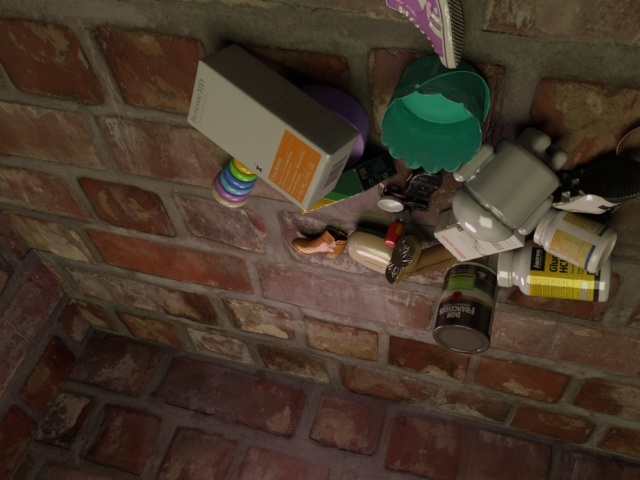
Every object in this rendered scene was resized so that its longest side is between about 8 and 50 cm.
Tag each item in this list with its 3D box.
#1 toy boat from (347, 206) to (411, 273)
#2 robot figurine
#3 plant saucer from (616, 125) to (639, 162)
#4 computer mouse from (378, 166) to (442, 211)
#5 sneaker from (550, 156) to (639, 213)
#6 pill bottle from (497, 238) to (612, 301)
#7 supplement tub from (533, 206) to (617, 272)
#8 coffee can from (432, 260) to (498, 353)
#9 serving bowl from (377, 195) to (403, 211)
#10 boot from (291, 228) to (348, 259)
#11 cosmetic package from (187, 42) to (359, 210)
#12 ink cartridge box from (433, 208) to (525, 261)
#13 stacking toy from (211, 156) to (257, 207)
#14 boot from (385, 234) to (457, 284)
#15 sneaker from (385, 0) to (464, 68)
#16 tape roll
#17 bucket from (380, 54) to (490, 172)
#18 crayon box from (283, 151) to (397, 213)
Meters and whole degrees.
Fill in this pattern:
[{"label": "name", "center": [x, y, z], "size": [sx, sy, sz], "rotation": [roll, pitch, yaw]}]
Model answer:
[{"label": "toy boat", "center": [0.242, 0.004, 2.241], "size": [0.268, 0.148, 0.318], "rotation": [25, 154, 1]}, {"label": "robot figurine", "center": [0.504, -0.138, 1.730], "size": [0.300, 0.199, 0.353], "rotation": [37, 103, -17]}, {"label": "plant saucer", "center": [0.875, -0.243, 1.634], "size": [0.199, 0.036, 0.198], "rotation": [14, 147, 9]}, {"label": "computer mouse", "center": [0.282, -0.183, 2.008], "size": [0.184, 0.060, 0.262], "rotation": [13, 158, 3]}, {"label": "sneaker", "center": [0.785, -0.140, 1.747], "size": [0.146, 0.122, 0.331], "rotation": [21, 168, -26]}, {"label": "pill bottle", "center": [0.752, 0.092, 2.041], "size": [0.334, 0.187, 0.187], "rotation": [3, 143, 22]}, {"label": "supplement tub", "center": [0.760, -0.006, 1.891], "size": [0.200, 0.144, 0.144], "rotation": [30, 155, 31]}, {"label": "coffee can", "center": [0.530, 0.243, 2.293], "size": [0.202, 0.275, 0.201], "rotation": [13, 146, 9]}, {"label": "serving bowl", "center": [0.230, -0.124, 2.059], "size": [0.084, 0.027, 0.083], "rotation": [11, 158, 4]}, {"label": "boot", "center": [0.000, 0.000, 2.403], "size": [0.197, 0.072, 0.152], "rotation": [12, 149, -11]}, {"label": "cosmetic package", "center": [-0.141, -0.318, 1.772], "size": [0.453, 0.161, 0.230], "rotation": [37, 138, 12]}, {"label": "ink cartridge box", "center": [0.517, -0.037, 2.054], "size": [0.237, 0.100, 0.172], "rotation": [-19, 131, 43]}, {"label": "stacking toy", "center": [-0.257, -0.249, 2.127], "size": [0.141, 0.141, 0.330], "rotation": [27, 142, -11]}, {"label": "boot", "center": [0.366, 0.039, 2.145], "size": [0.270, 0.089, 0.236], "rotation": [-13, 151, -29]}, {"label": "sneaker", "center": [0.243, -0.534, 1.491], "size": [0.161, 0.102, 0.282], "rotation": [2, 133, 30]}, {"label": "tape roll", "center": [0.007, -0.333, 1.900], "size": [0.275, 0.090, 0.274], "rotation": [14, 146, 10]}, {"label": "bucket", "center": [0.304, -0.335, 1.660], "size": [0.281, 0.183, 0.281], "rotation": [13, 147, 9]}, {"label": "crayon box", "center": [0.060, -0.174, 2.000], "size": [0.319, 0.202, 0.081], "rotation": [-16, 100, 43]}]
